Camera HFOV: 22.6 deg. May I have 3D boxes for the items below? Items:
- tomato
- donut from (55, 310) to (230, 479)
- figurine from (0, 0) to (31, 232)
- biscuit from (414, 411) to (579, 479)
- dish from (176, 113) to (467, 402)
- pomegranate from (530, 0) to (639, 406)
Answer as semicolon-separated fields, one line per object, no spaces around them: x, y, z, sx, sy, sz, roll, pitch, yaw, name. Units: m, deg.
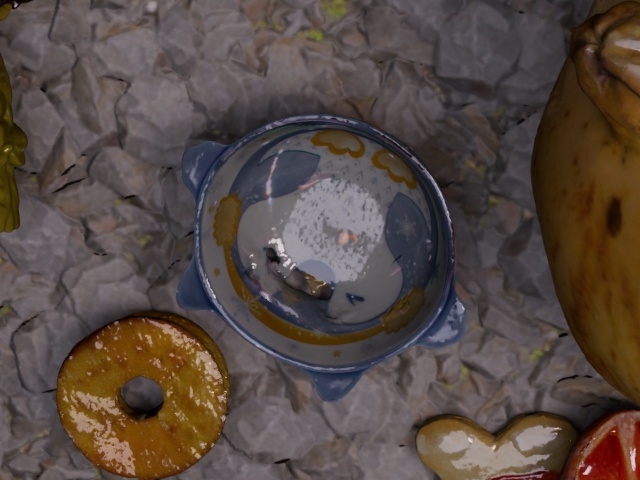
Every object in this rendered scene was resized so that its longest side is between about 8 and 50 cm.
0.238;0.206;1.261;0.156;0.069;0.155;2;85;-27;tomato
-0.142;0.125;1.333;0.152;0.058;0.151;3;105;11;donut
-0.273;-0.185;1.249;0.187;0.168;0.315;25;99;15;figurine
0.162;0.253;1.322;0.153;0.030;0.234;-5;103;14;biscuit
0.000;0.000;1.258;0.228;0.086;0.236;-33;97;18;dish
0.299;-0.053;1.023;0.410;0.410;0.410;3;105;11;pomegranate
